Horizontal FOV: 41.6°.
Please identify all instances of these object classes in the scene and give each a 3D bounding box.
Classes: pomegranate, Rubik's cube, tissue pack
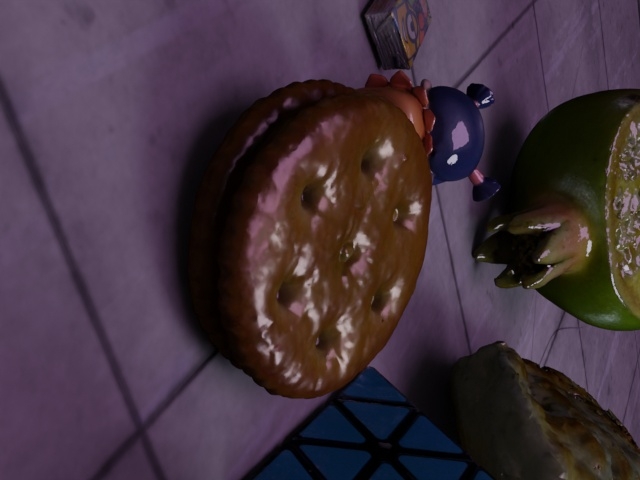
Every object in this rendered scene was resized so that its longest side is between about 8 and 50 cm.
[{"bbox_3d":[0.331,-0.032,1.091,0.358,0.216,0.310,-17,107,-28],"label":"pomegranate"},{"bbox_3d":[0.077,0.224,0.642,0.211,0.178,0.190,-36,123,-54],"label":"Rubik's cube"},{"bbox_3d":[0.074,-0.207,0.788,0.063,0.035,0.083,64,36,-36],"label":"tissue pack"}]

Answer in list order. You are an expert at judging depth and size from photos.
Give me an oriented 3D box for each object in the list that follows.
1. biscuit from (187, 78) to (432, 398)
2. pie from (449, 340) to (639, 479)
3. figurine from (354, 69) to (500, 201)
[{"bbox_3d":[0.000,0.000,0.585,0.220,0.066,0.220,-23,121,-45],"label":"biscuit"},{"bbox_3d":[0.257,0.284,0.849,0.418,0.180,0.395,32,35,-60],"label":"pie"},{"bbox_3d":[0.086,-0.087,0.738,0.195,0.102,0.111,-8,97,-61],"label":"figurine"}]
